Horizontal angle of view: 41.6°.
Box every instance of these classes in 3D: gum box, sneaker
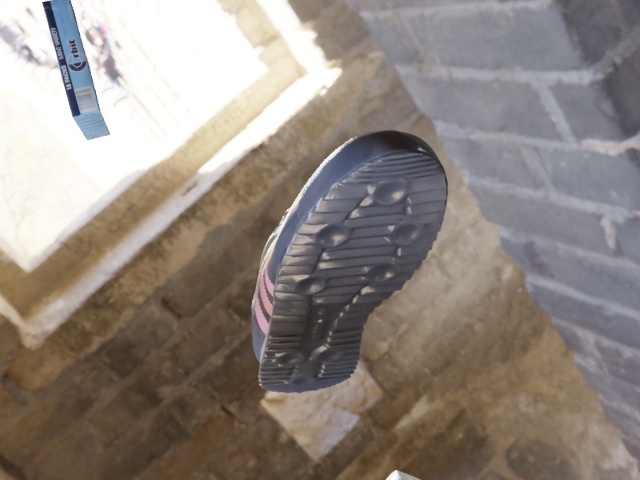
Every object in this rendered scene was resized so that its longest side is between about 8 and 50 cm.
[{"bbox_3d":[-0.337,-0.233,1.176,0.041,0.157,0.184,-15,-1,-11],"label":"gum box"},{"bbox_3d":[0.000,0.000,0.654,0.319,0.112,0.131,116,150,-51],"label":"sneaker"}]

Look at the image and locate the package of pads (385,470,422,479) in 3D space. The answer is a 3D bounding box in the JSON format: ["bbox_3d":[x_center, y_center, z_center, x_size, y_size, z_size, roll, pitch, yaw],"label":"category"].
[{"bbox_3d":[0.092,0.329,0.692,0.229,0.101,0.296,-44,20,-25],"label":"package of pads"}]
